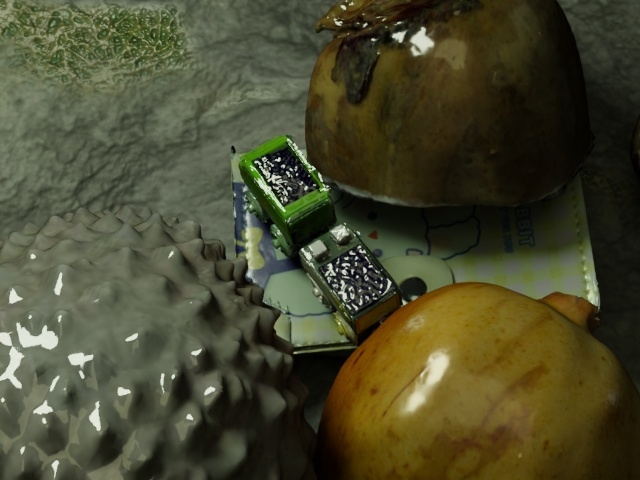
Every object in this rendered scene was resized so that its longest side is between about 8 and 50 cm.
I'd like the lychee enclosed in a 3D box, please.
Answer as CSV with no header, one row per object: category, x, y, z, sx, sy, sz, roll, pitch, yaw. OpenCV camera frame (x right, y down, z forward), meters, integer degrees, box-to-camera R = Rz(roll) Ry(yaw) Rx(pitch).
lychee,-0.179,0.167,1.273,0.380,0.380,0.432,3,42,4

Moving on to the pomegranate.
pomegranate,0.133,0.156,1.319,0.264,0.264,0.264,-1,64,2

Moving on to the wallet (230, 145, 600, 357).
wallet,0.077,0.004,1.499,0.309,0.077,0.223,-4,60,3

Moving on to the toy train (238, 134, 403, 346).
toy train,0.000,0.000,1.428,0.060,0.081,0.202,-31,61,-11

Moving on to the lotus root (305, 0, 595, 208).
lotus root,0.101,-0.152,1.468,0.272,0.192,0.272,-8,38,7

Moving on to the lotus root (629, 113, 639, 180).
lotus root,0.377,-0.149,1.567,0.167,0.078,0.329,35,66,-7
